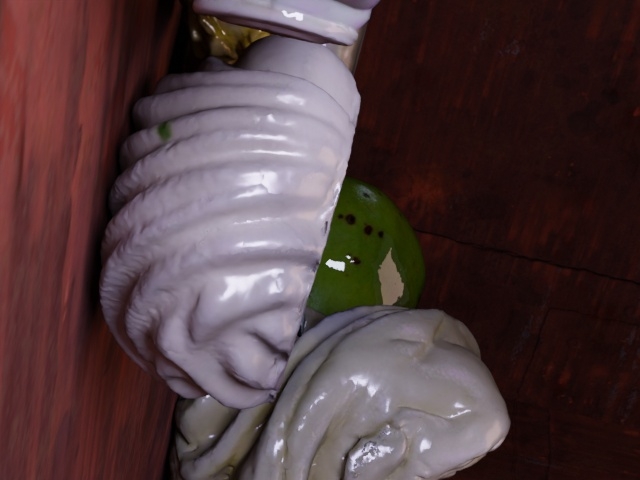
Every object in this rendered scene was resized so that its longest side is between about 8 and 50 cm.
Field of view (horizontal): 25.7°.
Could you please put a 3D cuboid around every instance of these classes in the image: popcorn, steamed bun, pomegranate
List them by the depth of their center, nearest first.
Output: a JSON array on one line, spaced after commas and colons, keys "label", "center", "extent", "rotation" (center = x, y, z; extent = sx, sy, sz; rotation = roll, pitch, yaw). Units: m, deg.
[{"label": "steamed bun", "center": [-0.048, -0.011, 0.661], "extent": [0.183, 0.106, 0.183], "rotation": [17, 90, -90]}, {"label": "popcorn", "center": [-0.043, -0.127, 0.697], "extent": [0.082, 0.057, 0.083], "rotation": [88, -14, -46]}, {"label": "steamed bun", "center": [-0.022, 0.170, 1.349], "extent": [0.394, 0.237, 0.346], "rotation": [-36, 176, 38]}, {"label": "pomegranate", "center": [0.000, 0.000, 1.592], "extent": [0.236, 0.236, 0.302], "rotation": [103, -12, -51]}]

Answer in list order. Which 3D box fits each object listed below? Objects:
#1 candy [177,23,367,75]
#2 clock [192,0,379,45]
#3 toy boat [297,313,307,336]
[{"label": "candy", "center": [-0.014, -0.165, 0.806], "extent": [0.104, 0.102, 0.234], "rotation": [-86, -173, -88]}, {"label": "clock", "center": [-0.003, -0.204, 0.478], "extent": [0.324, 0.108, 0.265], "rotation": [104, -3, -67]}, {"label": "toy boat", "center": [-0.049, -0.016, 1.138], "extent": [0.093, 0.103, 0.246], "rotation": [99, 1, -76]}]
